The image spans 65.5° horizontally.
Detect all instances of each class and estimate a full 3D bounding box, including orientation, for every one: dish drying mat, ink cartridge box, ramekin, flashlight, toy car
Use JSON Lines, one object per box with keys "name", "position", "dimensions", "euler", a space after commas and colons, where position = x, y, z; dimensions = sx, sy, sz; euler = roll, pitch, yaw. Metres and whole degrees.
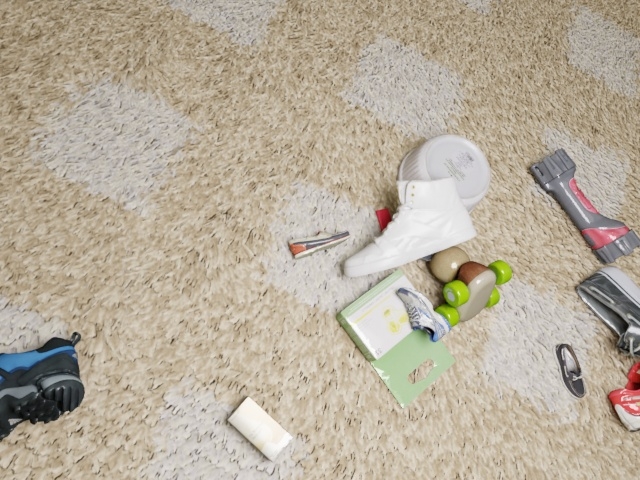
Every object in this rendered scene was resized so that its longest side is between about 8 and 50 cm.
{"name": "dish drying mat", "position": [0.152, -0.032, 1.141], "dimensions": [0.032, 0.008, 0.083], "euler": [-10, 76, -17]}
{"name": "ink cartridge box", "position": [0.168, 0.202, 1.043], "dimensions": [0.171, 0.056, 0.235], "euler": [-34, 81, -22]}
{"name": "ramekin", "position": [0.294, -0.150, 1.163], "dimensions": [0.207, 0.109, 0.207], "euler": [4, 70, -13]}
{"name": "flashlight", "position": [0.664, -0.091, 1.246], "dimensions": [0.103, 0.103, 0.303], "euler": [-19, 75, -47]}
{"name": "toy car", "position": [0.288, 0.072, 1.099], "dimensions": [0.155, 0.148, 0.188], "euler": [-20, 50, -26]}

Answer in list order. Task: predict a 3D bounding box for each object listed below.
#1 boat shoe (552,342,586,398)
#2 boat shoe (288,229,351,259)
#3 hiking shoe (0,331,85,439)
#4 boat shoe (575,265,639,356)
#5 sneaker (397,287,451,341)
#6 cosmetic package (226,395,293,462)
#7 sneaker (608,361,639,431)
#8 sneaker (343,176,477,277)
{"name": "boat shoe", "position": [0.568, 0.293, 1.122], "dimensions": [0.046, 0.038, 0.125], "euler": [-10, 74, -17]}
{"name": "boat shoe", "position": [0.000, 0.000, 1.072], "dimensions": [0.137, 0.049, 0.043], "euler": [-19, 75, -15]}
{"name": "hiking shoe", "position": [-0.549, 0.260, 0.828], "dimensions": [0.304, 0.113, 0.132], "euler": [-15, 46, -12]}
{"name": "boat shoe", "position": [0.721, 0.213, 1.129], "dimensions": [0.119, 0.121, 0.335], "euler": [-28, 52, -4]}
{"name": "sneaker", "position": [0.204, 0.152, 1.013], "dimensions": [0.135, 0.052, 0.058], "euler": [44, 70, 2]}
{"name": "cosmetic package", "position": [-0.113, 0.349, 0.926], "dimensions": [0.115, 0.041, 0.060], "euler": [41, 67, 1]}
{"name": "sneaker", "position": [0.776, 0.325, 1.135], "dimensions": [0.279, 0.107, 0.118], "euler": [-20, 67, -23]}
{"name": "sneaker", "position": [0.165, -0.038, 1.054], "dimensions": [0.293, 0.108, 0.169], "euler": [-21, 94, -4]}
